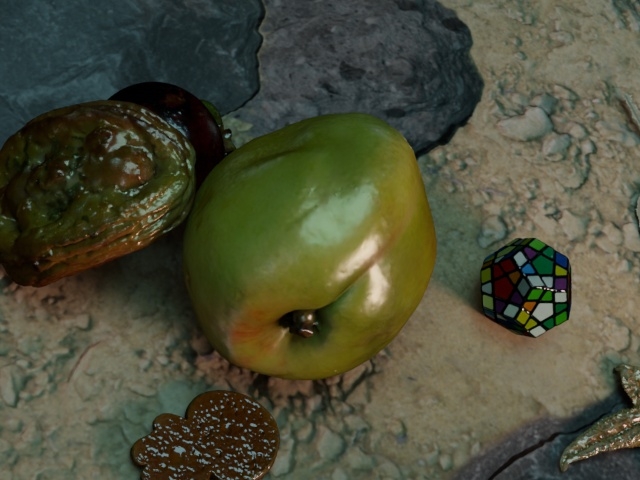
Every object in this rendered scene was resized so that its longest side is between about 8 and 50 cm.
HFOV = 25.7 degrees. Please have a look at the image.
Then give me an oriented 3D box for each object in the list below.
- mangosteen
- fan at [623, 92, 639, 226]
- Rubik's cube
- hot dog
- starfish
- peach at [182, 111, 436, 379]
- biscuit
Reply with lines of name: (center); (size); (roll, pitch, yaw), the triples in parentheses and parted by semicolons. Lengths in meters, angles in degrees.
mangosteen: (-0.188, -0.113, 1.739); (0.200, 0.200, 0.199); (8, 57, -12)
fan: (0.507, -0.076, 2.003); (0.191, 0.009, 0.329); (-15, 67, -23)
Rubik's cube: (0.262, 0.060, 1.784); (0.133, 0.133, 0.111); (28, 81, 2)
hot dog: (-0.272, -0.052, 1.605); (0.122, 0.272, 0.196); (21, 57, -56)
starfish: (0.438, 0.248, 1.755); (0.295, 0.048, 0.231); (-27, 69, -28)
peach: (-0.006, 0.006, 1.637); (0.281, 0.314, 0.315); (56, 17, -26)
biscuit: (-0.131, 0.236, 1.608); (0.175, 0.026, 0.124); (-15, 62, -24)
